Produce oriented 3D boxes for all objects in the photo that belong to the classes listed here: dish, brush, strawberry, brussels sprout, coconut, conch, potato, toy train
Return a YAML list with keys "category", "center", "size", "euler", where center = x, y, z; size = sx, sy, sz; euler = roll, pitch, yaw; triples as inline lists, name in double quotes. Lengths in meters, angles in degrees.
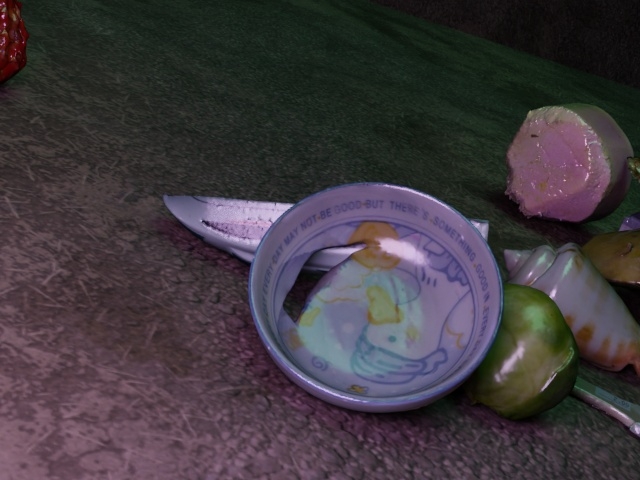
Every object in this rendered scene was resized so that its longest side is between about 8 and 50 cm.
- category: "dish"
  center: [0.056, 0.081, 1.127]
  size: [0.274, 0.133, 0.273]
  euler: [2, 57, -2]
- category: "brush"
  center: [0.358, 0.201, 1.292]
  size: [0.337, 0.020, 0.085]
  euler: [27, 23, 11]
- category: "strawberry"
  center: [-0.510, -0.291, 1.428]
  size: [0.178, 0.234, 0.234]
  euler: [53, 19, -11]
- category: "brussels sprout"
  center: [0.225, 0.126, 1.192]
  size: [0.131, 0.145, 0.183]
  euler: [44, 13, -36]
- category: "coconut"
  center: [0.468, -0.142, 1.912]
  size: [0.233, 0.233, 0.245]
  euler: [34, 21, 26]
- category: "conch"
  center: [0.370, 0.083, 1.432]
  size: [0.255, 0.127, 0.158]
  euler: [27, 22, 8]
- category: "potato"
  center: [0.534, 0.032, 1.592]
  size: [0.299, 0.115, 0.239]
  euler: [7, 3, 16]
- category: "toy train"
  center: [0.000, 0.000, 1.254]
  size: [0.407, 0.088, 0.086]
  euler: [6, -4, 6]

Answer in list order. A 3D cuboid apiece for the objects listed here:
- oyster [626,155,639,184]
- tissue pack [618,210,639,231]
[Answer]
- category: "oyster"
  center: [0.642, -0.082, 1.722]
  size: [0.201, 0.107, 0.354]
  euler: [33, 18, -7]
- category: "tissue pack"
  center: [0.731, 0.079, 1.791]
  size: [0.394, 0.124, 0.288]
  euler: [35, 25, 27]
